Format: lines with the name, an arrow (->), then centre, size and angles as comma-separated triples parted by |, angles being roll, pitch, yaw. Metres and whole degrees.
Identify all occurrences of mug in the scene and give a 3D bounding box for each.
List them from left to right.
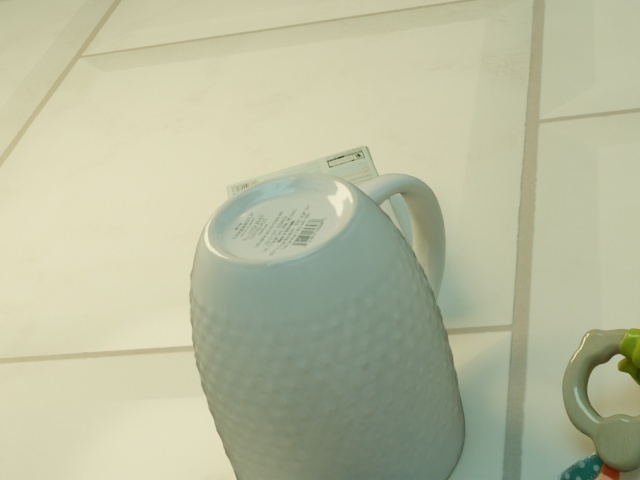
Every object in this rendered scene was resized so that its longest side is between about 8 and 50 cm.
mug -> 0.025, 0.079, 1.273 | 0.276, 0.328, 0.374 | 14, 44, 37

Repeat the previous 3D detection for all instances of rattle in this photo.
rattle -> 0.327, 0.203, 1.241 | 0.130, 0.143, 0.199 | 2, 73, 15

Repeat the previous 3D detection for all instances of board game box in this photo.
board game box -> 0.000, 0.000, 1.609 | 0.224, 0.097, 0.303 | -17, 32, 0
